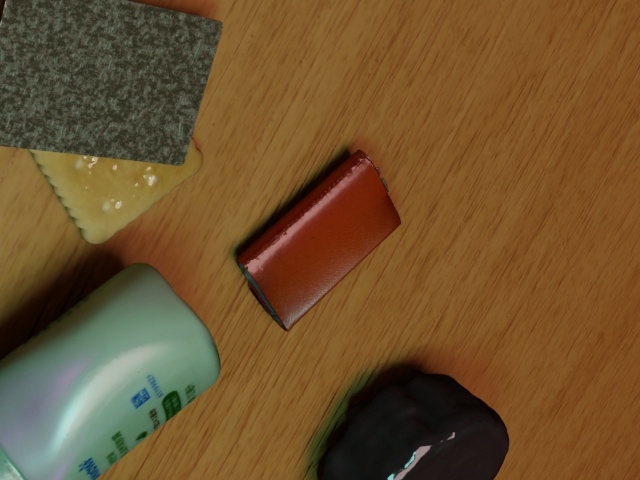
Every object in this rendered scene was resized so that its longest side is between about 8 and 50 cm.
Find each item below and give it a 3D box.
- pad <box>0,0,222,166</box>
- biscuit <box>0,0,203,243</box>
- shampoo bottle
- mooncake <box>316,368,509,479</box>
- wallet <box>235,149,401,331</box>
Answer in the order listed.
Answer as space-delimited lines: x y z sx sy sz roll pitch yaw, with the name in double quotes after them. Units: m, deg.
-0.207 -0.154 1.104 0.235 0.003 0.158 3 111 -42 "pad"
-0.217 -0.122 1.140 0.160 0.030 0.249 -38 133 -18 "biscuit"
-0.275 0.183 1.165 0.350 0.151 0.222 -37 167 -19 "shampoo bottle"
0.122 0.313 1.609 0.283 0.141 0.283 -25 137 -25 "mooncake"
0.000 0.000 1.389 0.204 0.045 0.142 -43 137 -13 "wallet"
